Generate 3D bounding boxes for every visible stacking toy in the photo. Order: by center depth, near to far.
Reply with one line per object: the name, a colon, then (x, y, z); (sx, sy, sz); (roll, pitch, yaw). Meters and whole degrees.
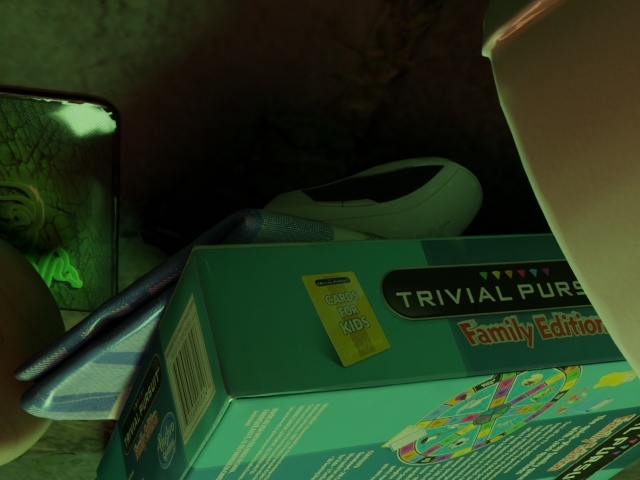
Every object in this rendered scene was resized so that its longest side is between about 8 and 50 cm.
stacking toy: (-0.318, 0.100, 0.645); (0.330, 0.141, 0.141); (-19, 137, 30)

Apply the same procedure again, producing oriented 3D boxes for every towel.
towel: (-0.007, 0.063, 0.614); (0.209, 0.034, 0.285); (-34, 149, 32)

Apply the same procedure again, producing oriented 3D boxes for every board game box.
board game box: (0.063, 0.095, 0.592); (0.336, 0.079, 0.254); (-2, 148, -25)

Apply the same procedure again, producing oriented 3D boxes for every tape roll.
tape roll: (0.190, -0.022, 0.394); (0.286, 0.286, 0.100); (31, 131, -32)

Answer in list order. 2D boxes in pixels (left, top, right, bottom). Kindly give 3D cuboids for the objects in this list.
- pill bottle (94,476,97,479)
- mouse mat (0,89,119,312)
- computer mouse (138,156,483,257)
pill bottle: (-0.072, 0.226, 0.805); (0.208, 0.117, 0.117); (-1, 140, -1)
mouse mat: (-0.195, -0.018, 0.601); (0.153, 0.007, 0.189); (5, 140, -7)
computer mouse: (0.000, 0.000, 0.598); (0.193, 0.042, 0.106); (-14, 137, 15)
